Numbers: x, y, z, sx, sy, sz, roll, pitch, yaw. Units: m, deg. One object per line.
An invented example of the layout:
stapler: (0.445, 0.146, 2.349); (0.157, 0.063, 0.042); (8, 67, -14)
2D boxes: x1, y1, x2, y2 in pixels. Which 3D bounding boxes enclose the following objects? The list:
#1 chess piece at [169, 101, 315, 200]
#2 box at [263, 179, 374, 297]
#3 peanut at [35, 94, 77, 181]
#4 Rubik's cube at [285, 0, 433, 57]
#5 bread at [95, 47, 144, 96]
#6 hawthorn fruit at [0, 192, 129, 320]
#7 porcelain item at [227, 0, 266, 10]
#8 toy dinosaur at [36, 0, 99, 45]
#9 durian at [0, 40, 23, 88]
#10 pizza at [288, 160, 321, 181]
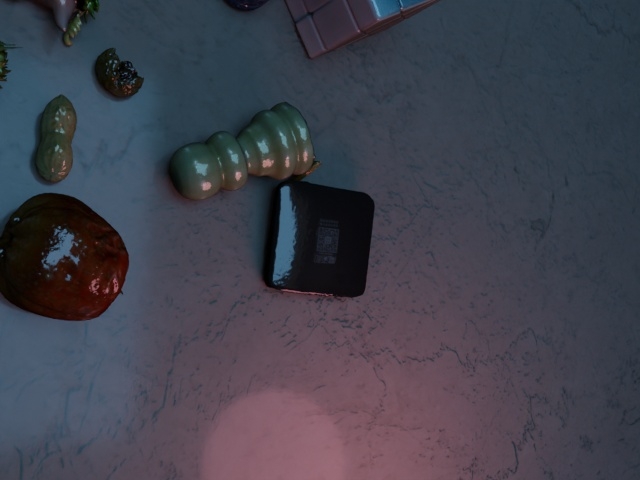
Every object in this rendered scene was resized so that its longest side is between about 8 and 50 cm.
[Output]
chess piece: (-0.198, -0.199, 1.665); (0.330, 0.182, 0.182); (-23, 98, -25)
box: (0.000, 0.000, 1.801); (0.290, 0.073, 0.289); (6, 90, -30)
peanut: (-0.561, -0.218, 1.488); (0.082, 0.082, 0.187); (9, 83, -30)
Rubik's cube: (0.105, -0.695, 1.785); (0.322, 0.319, 0.316); (-29, 100, -30)
bread: (-0.456, -0.373, 1.576); (0.113, 0.060, 0.082); (43, 64, -23)
hawthorn fruit: (-0.517, 0.038, 1.403); (0.262, 0.258, 0.258); (27, 73, -9)
porcelain item: (-0.175, -0.653, 1.731); (0.147, 0.114, 0.147); (3, 84, -33)
toy dinosaur: (-0.570, -0.525, 1.475); (0.177, 0.152, 0.194); (-29, 95, -21)
durian: (-0.772, -0.384, 1.322); (0.352, 0.169, 0.158); (28, 72, -27)
pizza: (-0.049, -0.175, 1.798); (0.099, 0.100, 0.029); (-40, 101, -10)
